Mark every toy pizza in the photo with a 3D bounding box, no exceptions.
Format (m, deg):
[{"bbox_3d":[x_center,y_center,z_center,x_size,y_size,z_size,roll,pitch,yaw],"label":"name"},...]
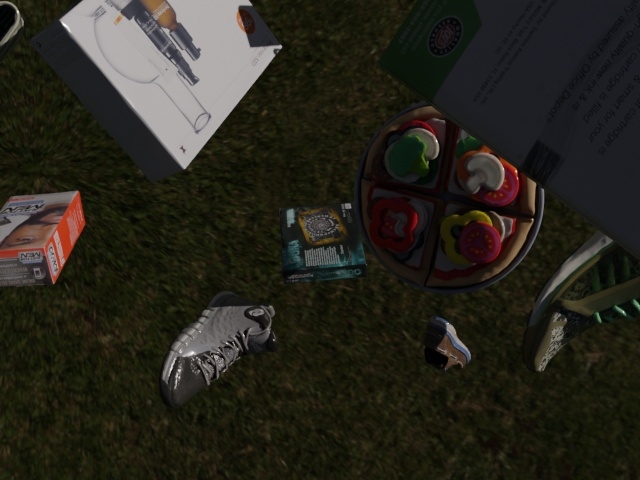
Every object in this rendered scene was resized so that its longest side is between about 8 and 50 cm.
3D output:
[{"bbox_3d":[0.124,-0.043,0.841,0.201,0.032,0.201,3,97,26],"label":"toy pizza"}]

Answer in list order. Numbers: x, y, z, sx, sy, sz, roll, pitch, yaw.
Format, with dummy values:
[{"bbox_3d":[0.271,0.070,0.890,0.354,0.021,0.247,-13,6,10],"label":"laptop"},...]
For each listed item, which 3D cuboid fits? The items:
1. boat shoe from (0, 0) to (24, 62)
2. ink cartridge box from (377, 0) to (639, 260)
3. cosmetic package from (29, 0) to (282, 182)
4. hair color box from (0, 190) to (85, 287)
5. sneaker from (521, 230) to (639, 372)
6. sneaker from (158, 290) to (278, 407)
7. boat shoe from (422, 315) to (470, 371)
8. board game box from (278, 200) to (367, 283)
[{"bbox_3d":[-0.575,-0.258,1.285,0.109,0.094,0.302,35,76,-15],"label":"boat shoe"},{"bbox_3d":[0.168,-0.102,0.467,0.160,0.219,0.093,-55,153,17],"label":"ink cartridge box"},{"bbox_3d":[-0.249,-0.323,1.362,0.284,0.097,0.377,53,44,-26],"label":"cosmetic package"},{"bbox_3d":[-0.357,-0.004,1.019,0.093,0.167,0.053,-5,118,0],"label":"hair color box"},{"bbox_3d":[0.472,0.072,1.262,0.410,0.182,0.158,-54,153,18],"label":"sneaker"},{"bbox_3d":[-0.136,0.161,1.223,0.228,0.132,0.086,-60,148,-45],"label":"sneaker"},{"bbox_3d":[0.227,0.206,1.551,0.066,0.066,0.183,-56,141,-15],"label":"boat shoe"},{"bbox_3d":[0.000,0.000,1.278,0.126,0.186,0.026,-5,123,-1],"label":"board game box"}]
